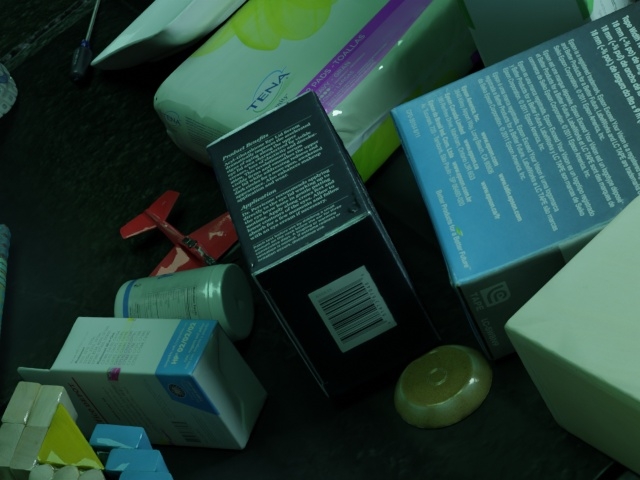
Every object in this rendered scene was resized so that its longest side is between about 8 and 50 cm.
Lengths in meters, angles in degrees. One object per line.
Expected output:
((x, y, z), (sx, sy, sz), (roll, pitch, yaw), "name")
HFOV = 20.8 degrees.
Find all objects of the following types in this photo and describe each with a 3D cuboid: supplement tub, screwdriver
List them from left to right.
((-0.261, -0.228, 1.948), (0.025, 0.024, 0.170), (-45, 25, 29), "screwdriver")
((-0.119, 0.061, 1.523), (0.107, 0.071, 0.071), (-10, 44, 21), "supplement tub")

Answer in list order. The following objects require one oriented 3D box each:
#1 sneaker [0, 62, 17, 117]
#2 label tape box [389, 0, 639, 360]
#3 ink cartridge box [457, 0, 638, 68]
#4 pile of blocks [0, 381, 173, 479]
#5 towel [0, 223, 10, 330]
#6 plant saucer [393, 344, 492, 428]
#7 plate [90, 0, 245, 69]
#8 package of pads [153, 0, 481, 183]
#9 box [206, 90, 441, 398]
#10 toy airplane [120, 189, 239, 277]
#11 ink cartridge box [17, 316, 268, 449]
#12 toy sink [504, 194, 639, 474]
((-0.430, -0.186, 1.958), (0.129, 0.111, 0.297), (-44, 36, 8), "sneaker")
((0.247, -0.072, 1.414), (0.334, 0.106, 0.240), (-23, 41, 7), "label tape box")
((0.219, -0.299, 1.581), (0.122, 0.211, 0.289), (-3, 48, 29), "ink cartridge box")
((-0.136, 0.250, 1.319), (0.149, 0.112, 0.362), (-26, 47, -10), "pile of blocks")
((-0.421, 0.155, 1.634), (0.271, 0.040, 0.370), (-18, 40, 14), "towel")
((0.095, 0.112, 1.386), (0.083, 0.015, 0.083), (-16, 42, 15), "plant saucer")
((-0.098, -0.273, 1.805), (0.278, 0.045, 0.277), (-45, 15, -17), "plate")
((0.010, -0.174, 1.664), (0.229, 0.101, 0.296), (25, 63, 44), "package of pads")
((0.000, 0.000, 1.443), (0.108, 0.153, 0.207), (-28, 34, 3), "box")
((-0.130, -0.002, 1.626), (0.151, 0.028, 0.151), (-16, 41, 14), "toy airplane")
((-0.150, 0.118, 1.455), (0.181, 0.104, 0.061), (0, 48, 30), "ink cartridge box")
((0.273, 0.092, 1.213), (0.153, 0.131, 0.234), (-43, 37, -15), "toy sink")
